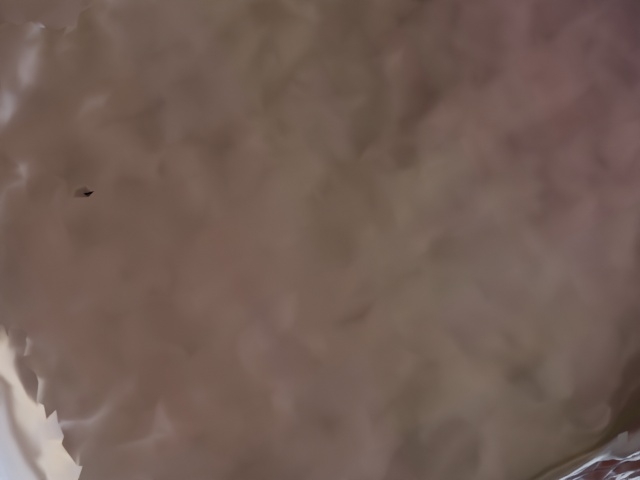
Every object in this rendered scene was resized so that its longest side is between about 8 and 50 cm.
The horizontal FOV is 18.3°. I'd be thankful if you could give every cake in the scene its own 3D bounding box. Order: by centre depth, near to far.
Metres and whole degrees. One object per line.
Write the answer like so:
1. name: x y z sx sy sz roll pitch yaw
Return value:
1. cake: 0.000 0.000 0.612 0.237 0.230 0.309 -27 -15 -7
